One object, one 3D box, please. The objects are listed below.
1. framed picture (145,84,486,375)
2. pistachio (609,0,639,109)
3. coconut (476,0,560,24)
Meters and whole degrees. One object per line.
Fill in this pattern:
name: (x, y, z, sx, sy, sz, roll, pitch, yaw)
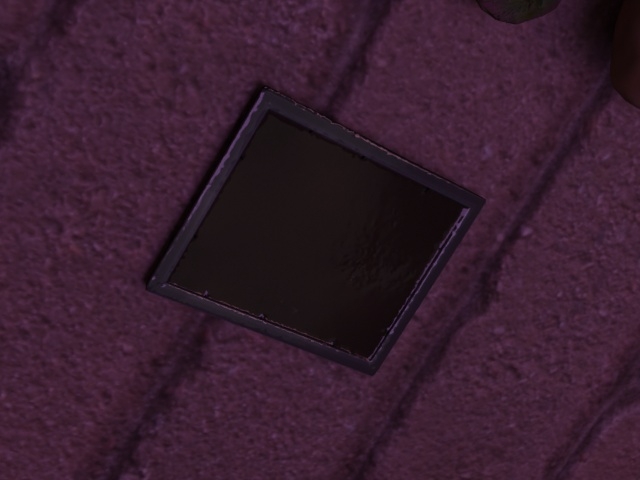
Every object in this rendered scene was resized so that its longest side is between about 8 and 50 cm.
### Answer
framed picture: (0.000, 0.000, 1.163, 0.274, 0.017, 0.217, 26, 103, -33)
pistachio: (0.389, -0.230, 1.119, 0.187, 0.187, 0.299, 24, 106, -33)
coconut: (0.169, -0.225, 1.083, 0.082, 0.081, 0.083, -28, 134, 6)
